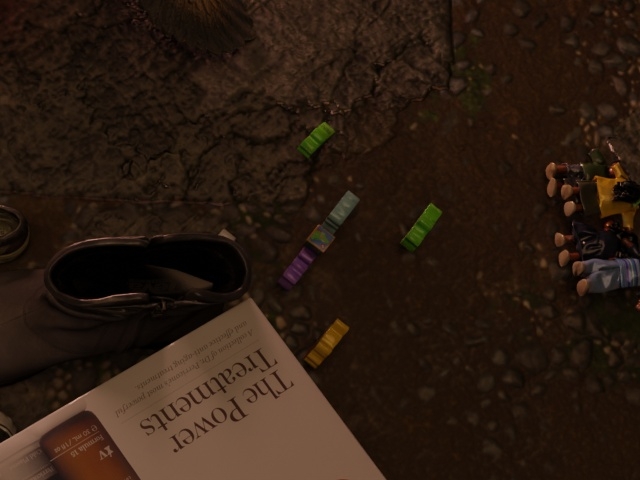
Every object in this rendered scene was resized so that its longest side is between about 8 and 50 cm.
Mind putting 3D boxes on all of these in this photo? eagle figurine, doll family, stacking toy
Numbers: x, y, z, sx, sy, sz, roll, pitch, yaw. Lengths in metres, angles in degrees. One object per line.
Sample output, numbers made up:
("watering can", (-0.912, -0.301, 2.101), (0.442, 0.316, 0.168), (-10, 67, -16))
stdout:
("eagle figurine", (-0.179, -0.362, 1.145), (0.298, 0.226, 0.225), (24, 53, 3))
("doll family", (0.322, -0.014, 1.197), (0.111, 0.076, 0.193), (-2, 81, -14))
("stacking toy", (0.000, 0.000, 1.152), (0.167, 0.052, 0.221), (40, 71, 1))

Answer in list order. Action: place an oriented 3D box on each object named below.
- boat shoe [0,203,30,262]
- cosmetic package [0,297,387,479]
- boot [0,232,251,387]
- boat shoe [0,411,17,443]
("boat shoe", (-0.398, -0.015, 1.064), (0.224, 0.073, 0.080), (0, 70, -18))
("cosmetic package", (-0.131, 0.257, 0.883), (0.377, 0.097, 0.284), (-31, 77, -30))
("boot", (-0.242, 0.053, 1.004), (0.338, 0.223, 0.118), (-12, 79, -12))
("boat shoe", (-0.397, 0.178, 1.012), (0.219, 0.070, 0.077), (10, 110, -7))
